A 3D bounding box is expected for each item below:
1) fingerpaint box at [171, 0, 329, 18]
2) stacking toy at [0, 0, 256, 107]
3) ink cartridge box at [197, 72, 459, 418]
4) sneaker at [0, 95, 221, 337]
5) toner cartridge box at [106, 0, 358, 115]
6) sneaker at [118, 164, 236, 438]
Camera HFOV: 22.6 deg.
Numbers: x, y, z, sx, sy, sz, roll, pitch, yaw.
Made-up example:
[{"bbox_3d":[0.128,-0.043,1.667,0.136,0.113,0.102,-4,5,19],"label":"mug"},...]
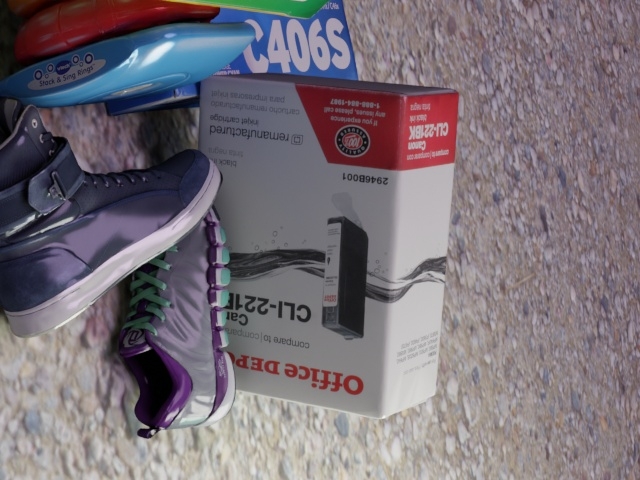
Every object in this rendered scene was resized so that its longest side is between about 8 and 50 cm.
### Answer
[{"bbox_3d":[-0.168,-0.354,1.050,0.445,0.163,0.371,-2,59,-53],"label":"fingerpaint box"},{"bbox_3d":[-0.182,-0.260,1.231,0.166,0.175,0.301,-16,92,-63],"label":"stacking toy"},{"bbox_3d":[0.000,0.000,1.367,0.114,0.197,0.272,-15,110,-61],"label":"ink cartridge box"},{"bbox_3d":[-0.178,-0.054,1.213,0.226,0.086,0.163,-42,117,-39],"label":"sneaker"},{"bbox_3d":[-0.086,-0.212,1.485,0.348,0.075,0.165,-17,94,-61],"label":"toner cartridge box"},{"bbox_3d":[-0.127,0.049,1.314,0.098,0.083,0.223,-11,90,-57],"label":"sneaker"}]
